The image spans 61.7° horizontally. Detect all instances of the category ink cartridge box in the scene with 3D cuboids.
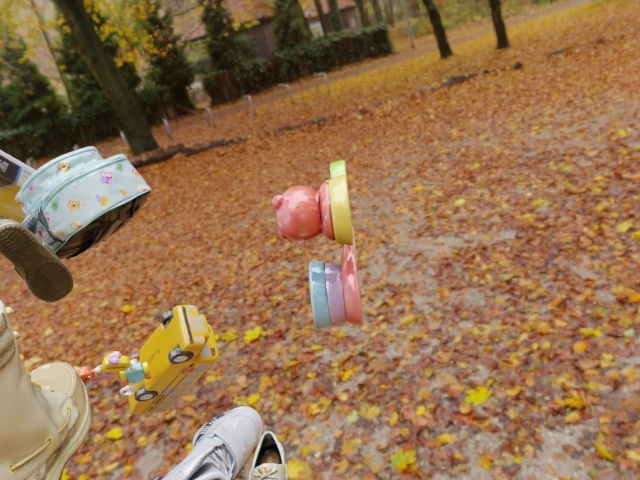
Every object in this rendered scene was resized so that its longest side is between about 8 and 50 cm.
[{"bbox_3d":[-0.787,-0.117,1.271,0.308,0.303,0.072,-9,65,22],"label":"ink cartridge box"}]

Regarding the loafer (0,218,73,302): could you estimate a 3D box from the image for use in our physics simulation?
[{"bbox_3d":[-0.377,0.023,0.706,0.056,0.148,0.050,-32,48,-20],"label":"loafer"}]

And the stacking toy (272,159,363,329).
[{"bbox_3d":[0.000,0.000,1.030,0.131,0.308,0.279,-6,28,4],"label":"stacking toy"}]

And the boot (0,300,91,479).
[{"bbox_3d":[-0.313,0.140,0.532,0.095,0.203,0.262,-10,19,-6],"label":"boot"}]

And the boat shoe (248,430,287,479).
[{"bbox_3d":[-0.142,0.633,1.405,0.113,0.103,0.302,-8,21,-4],"label":"boat shoe"}]

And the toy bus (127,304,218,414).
[{"bbox_3d":[-0.341,0.278,1.224,0.130,0.108,0.332,10,-45,-41],"label":"toy bus"}]

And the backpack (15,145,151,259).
[{"bbox_3d":[-0.373,-0.066,0.854,0.188,0.144,0.166,-20,12,38],"label":"backpack"}]

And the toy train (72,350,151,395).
[{"bbox_3d":[-0.427,0.266,1.086,0.125,0.166,0.046,-36,55,14],"label":"toy train"}]

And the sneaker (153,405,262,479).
[{"bbox_3d":[-0.207,0.464,1.099,0.210,0.137,0.366,-33,1,41],"label":"sneaker"}]
